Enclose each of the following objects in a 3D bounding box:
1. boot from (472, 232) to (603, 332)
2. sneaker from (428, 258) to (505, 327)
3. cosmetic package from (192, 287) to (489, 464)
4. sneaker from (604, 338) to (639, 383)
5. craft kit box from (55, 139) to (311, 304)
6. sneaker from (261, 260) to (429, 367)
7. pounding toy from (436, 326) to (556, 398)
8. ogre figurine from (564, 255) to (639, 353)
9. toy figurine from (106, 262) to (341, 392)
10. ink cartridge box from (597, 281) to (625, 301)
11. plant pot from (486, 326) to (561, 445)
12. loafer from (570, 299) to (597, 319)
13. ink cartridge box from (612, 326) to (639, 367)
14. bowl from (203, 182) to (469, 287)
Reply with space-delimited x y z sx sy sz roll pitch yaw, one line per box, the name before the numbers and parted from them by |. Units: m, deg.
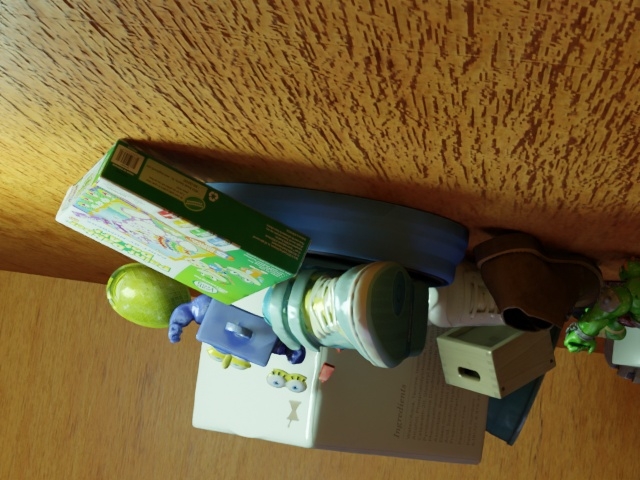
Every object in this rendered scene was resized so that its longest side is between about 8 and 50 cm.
boot | 0.301 0.076 1.811 0.112 0.115 0.305 -22 160 29
sneaker | 0.242 0.073 2.020 0.152 0.114 0.305 4 -178 26
cosmetic package | 0.047 0.192 2.292 0.394 0.327 0.329 13 172 -39
sneaker | 0.697 0.253 2.496 0.182 0.127 0.315 -3 -145 -46
craft kit box | -0.169 -0.014 1.589 0.250 0.061 0.247 27 163 -15
sneaker | 0.010 0.086 1.643 0.208 0.127 0.319 5 172 15
pounding toy | 0.291 0.163 2.154 0.206 0.094 0.181 -24 -160 -32
ogre figurine | 0.427 0.084 1.796 0.197 0.096 0.118 -1 148 -6
toy figurine | -0.129 0.091 1.922 0.363 0.191 0.217 24 -179 -1
ink cartridge box | 0.477 0.096 2.064 0.029 0.062 0.115 11 173 -38
plant pot | 0.295 0.213 2.549 0.255 0.271 0.271 23 175 7
loafer | 0.414 0.087 2.147 0.061 0.062 0.170 -20 164 25
ink cartridge box | 0.566 0.148 2.116 0.176 0.127 0.128 13 172 -42
bowl | 0.000 0.000 1.794 0.391 0.077 0.391 8 173 1
